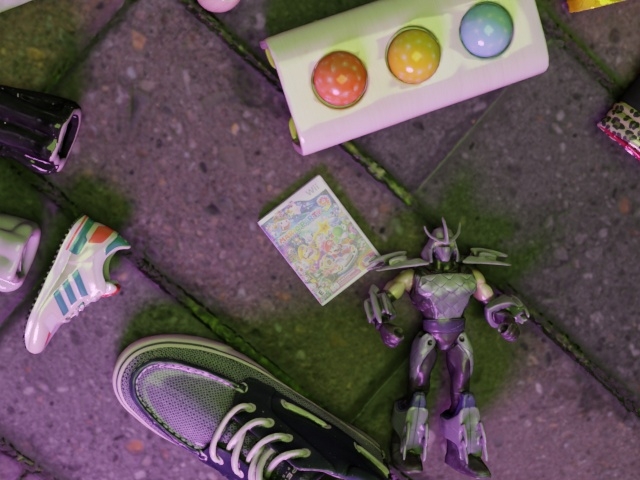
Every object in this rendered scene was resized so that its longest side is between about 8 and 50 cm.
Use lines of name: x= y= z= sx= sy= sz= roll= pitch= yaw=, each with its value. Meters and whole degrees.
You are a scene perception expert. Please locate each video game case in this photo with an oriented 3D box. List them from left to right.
video game case: x=0.000 y=0.000 z=1.224 sx=0.087 sy=0.011 sz=0.122 roll=-38 pitch=103 yaw=-1

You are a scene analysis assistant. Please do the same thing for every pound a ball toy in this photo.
pound a ball toy: x=0.052 y=-0.221 z=1.129 sx=0.319 sy=0.136 sz=0.208 roll=-19 pitch=103 yaw=-6

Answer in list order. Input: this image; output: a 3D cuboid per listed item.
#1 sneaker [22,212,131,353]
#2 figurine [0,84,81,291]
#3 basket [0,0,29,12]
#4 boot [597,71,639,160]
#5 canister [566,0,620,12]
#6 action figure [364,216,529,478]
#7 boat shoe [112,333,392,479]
sneaker: x=-0.257 y=0.056 z=1.169 sx=0.075 sy=0.057 sz=0.161 roll=25 pitch=93 yaw=-7
figurine: x=-0.378 y=-0.073 z=1.120 sx=0.209 sy=0.092 sz=0.215 roll=20 pitch=97 yaw=-3
basket: x=-0.298 y=-0.291 z=1.074 sx=0.167 sy=0.113 sz=0.103 roll=-22 pitch=99 yaw=-4
boot: x=0.446 y=-0.137 z=1.235 sx=0.236 sy=0.085 sz=0.178 roll=35 pitch=95 yaw=-7
canister: x=0.314 y=-0.344 z=1.181 sx=0.126 sy=0.073 sz=0.170 roll=-15 pitch=101 yaw=-6
action figure: x=0.138 y=0.115 z=1.225 sx=0.185 sy=0.099 sz=0.285 roll=0 pitch=97 yaw=-4
boat shoe: x=-0.063 y=0.213 z=1.176 sx=0.340 sy=0.158 sz=0.127 roll=25 pitch=95 yaw=-13
